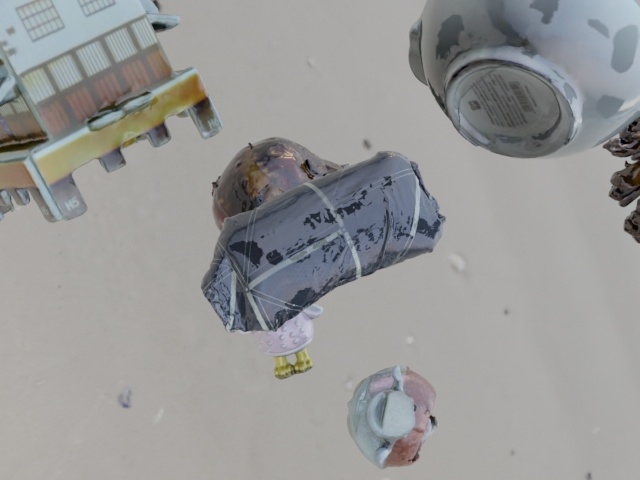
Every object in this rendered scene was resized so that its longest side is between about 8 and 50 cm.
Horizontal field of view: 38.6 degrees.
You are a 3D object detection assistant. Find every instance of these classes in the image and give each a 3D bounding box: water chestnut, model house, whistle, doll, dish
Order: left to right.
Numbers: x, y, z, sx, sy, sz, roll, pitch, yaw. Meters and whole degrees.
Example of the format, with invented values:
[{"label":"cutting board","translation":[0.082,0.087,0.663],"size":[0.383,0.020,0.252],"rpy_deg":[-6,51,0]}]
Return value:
[{"label":"model house","translation":[-0.236,-0.148,0.805],"size":[0.198,0.224,0.215],"rpy_deg":[-37,113,-29]},{"label":"doll","translation":[-0.064,0.098,1.316],"size":[0.081,0.129,0.207],"rpy_deg":[-79,153,-72]},{"label":"water chestnut","translation":[-0.059,-0.026,1.595],"size":[0.300,0.300,0.300],"rpy_deg":[15,65,-37]},{"label":"whistle","translation":[0.100,0.239,1.243],"size":[0.134,0.346,0.142],"rpy_deg":[37,83,10]},{"label":"dish","translation":[0.155,-0.135,0.710],"size":[0.078,0.224,0.246],"rpy_deg":[-60,147,-31]}]

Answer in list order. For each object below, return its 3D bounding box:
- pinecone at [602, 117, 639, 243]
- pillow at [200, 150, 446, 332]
[{"label":"pinecone","translation":[0.464,-0.057,1.063],"size":[0.246,0.246,0.292],"rpy_deg":[-44,122,-41]},{"label":"pillow","translation":[0.000,0.000,1.181],"size":[0.335,0.092,0.161],"rpy_deg":[-24,72,-14]}]
